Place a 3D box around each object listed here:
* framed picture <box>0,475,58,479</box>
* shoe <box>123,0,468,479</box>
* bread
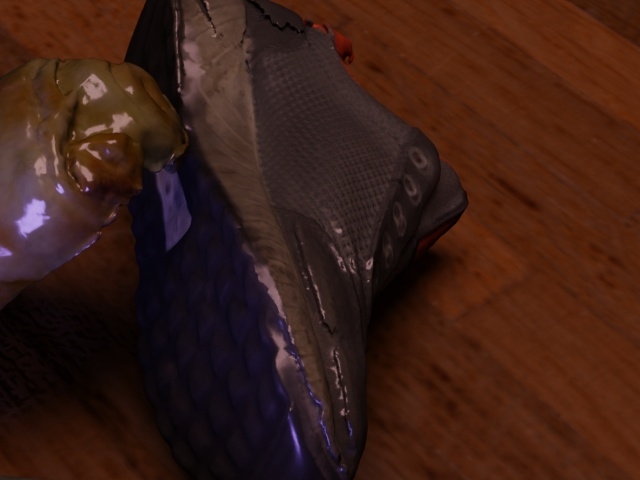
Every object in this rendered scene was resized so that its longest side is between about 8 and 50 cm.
[{"bbox_3d":[-0.037,0.166,0.605,0.315,0.024,0.232,4,21,7],"label":"framed picture"},{"bbox_3d":[0.000,0.000,0.777,0.171,0.132,0.336,7,44,-25],"label":"shoe"},{"bbox_3d":[-0.164,-0.007,0.737,0.088,0.232,0.128,45,33,-14],"label":"bread"}]
